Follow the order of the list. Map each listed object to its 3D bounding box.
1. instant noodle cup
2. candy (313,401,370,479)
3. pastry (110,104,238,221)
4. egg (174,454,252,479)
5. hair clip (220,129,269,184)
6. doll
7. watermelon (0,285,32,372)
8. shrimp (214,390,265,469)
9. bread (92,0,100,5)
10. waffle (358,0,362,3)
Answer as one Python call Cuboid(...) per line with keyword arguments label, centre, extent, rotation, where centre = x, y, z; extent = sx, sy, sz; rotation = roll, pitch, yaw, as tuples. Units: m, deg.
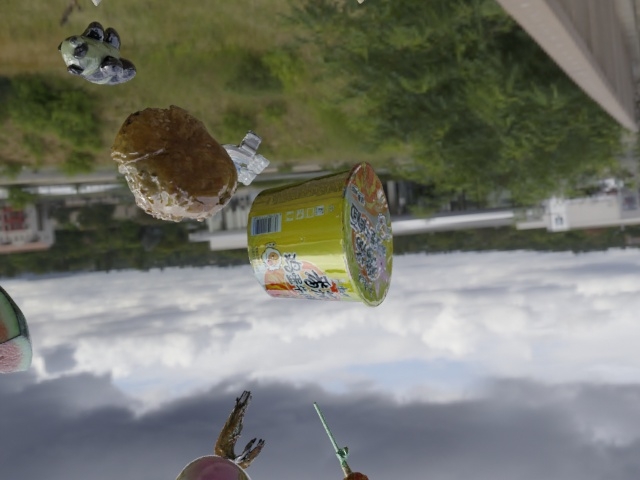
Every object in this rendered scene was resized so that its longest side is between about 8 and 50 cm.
Cuboid(label="instant noodle cup", centre=(0.000, 0.000, 1.524), extent=(0.200, 0.264, 0.264), rotation=(-6, 180, 22))
Cuboid(label="candy", centre=(0.048, 0.518, 2.036), extent=(0.078, 0.288, 0.084), rotation=(-24, -176, 8))
Cuboid(label="pastry", centre=(-0.343, -0.167, 1.970), extent=(0.255, 0.311, 0.162), rotation=(-23, 159, -39))
Cuboid(label="egg", centre=(-0.213, 0.528, 1.649), extent=(0.196, 0.196, 0.271), rotation=(-5, -152, -20))
Cuboid(label="hair clip", centre=(-0.216, -0.225, 2.277), extent=(0.140, 0.054, 0.220), rotation=(27, 154, -16))
Cuboid(label="doll", centre=(-0.582, -0.474, 2.187), extent=(0.135, 0.144, 0.234), rotation=(-28, 179, 8))
Cuboid(label="watermelon", centre=(-0.725, 0.159, 1.712), extent=(0.148, 0.318, 0.226), rotation=(-50, -172, 43))
Cuboid(label="shrimp", centre=(-0.207, 0.508, 2.242), extent=(0.152, 0.219, 0.046), rotation=(2, 155, 40))
Cuboid(label="bread", centre=(-0.515, -0.631, 1.933), extent=(0.105, 0.152, 0.077), rotation=(30, 159, 8))
Cuboid(label="waffle", centre=(0.035, -0.515, 1.553), extent=(0.023, 0.153, 0.097), rotation=(-32, -152, 18))
